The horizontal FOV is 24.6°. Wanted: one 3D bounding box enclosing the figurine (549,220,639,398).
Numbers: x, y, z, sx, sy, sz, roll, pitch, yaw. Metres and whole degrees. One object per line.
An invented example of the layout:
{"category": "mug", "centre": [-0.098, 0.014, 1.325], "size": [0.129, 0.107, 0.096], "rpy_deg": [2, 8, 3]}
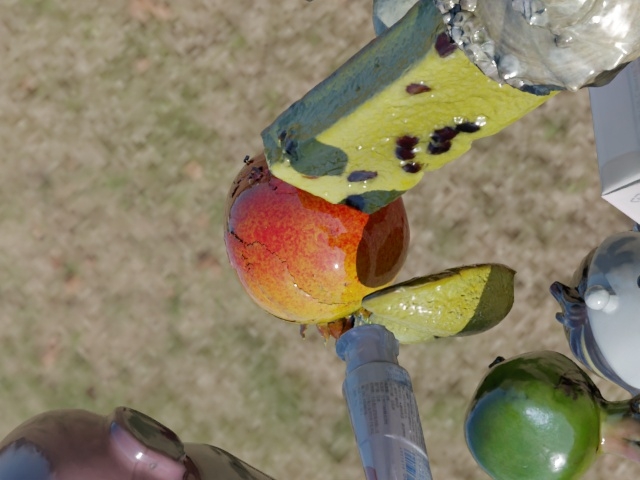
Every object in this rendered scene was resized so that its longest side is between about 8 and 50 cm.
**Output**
{"category": "figurine", "centre": [0.430, 0.086, 1.680], "size": [0.167, 0.370, 0.281], "rpy_deg": [146, 125, -60]}

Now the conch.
{"category": "conch", "centre": [0.163, -0.194, 1.053], "size": [0.163, 0.245, 0.178], "rpy_deg": [-5, 95, 16]}

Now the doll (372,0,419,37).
{"category": "doll", "centre": [0.187, -0.212, 1.607], "size": [0.278, 0.149, 0.175], "rpy_deg": [8, 134, 19]}

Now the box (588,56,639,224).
{"category": "box", "centre": [0.357, -0.122, 1.442], "size": [0.106, 0.252, 0.203], "rpy_deg": [-25, 142, 36]}

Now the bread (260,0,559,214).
{"category": "bread", "centre": [0.098, -0.133, 1.331], "size": [0.138, 0.077, 0.361], "rpy_deg": [20, 146, -30]}

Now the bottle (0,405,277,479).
{"category": "bottle", "centre": [-0.047, 0.150, 0.640], "size": [0.233, 0.110, 0.110], "rpy_deg": [37, 163, -35]}

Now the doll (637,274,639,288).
{"category": "doll", "centre": [0.225, 0.100, 0.869], "size": [0.070, 0.195, 0.096], "rpy_deg": [10, 152, -18]}

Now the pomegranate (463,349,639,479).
{"category": "pomegranate", "centre": [0.231, 0.168, 1.353], "size": [0.191, 0.152, 0.131], "rpy_deg": [3, 101, 27]}

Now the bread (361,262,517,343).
{"category": "bread", "centre": [0.106, 0.072, 1.424], "size": [0.149, 0.187, 0.065], "rpy_deg": [-24, 77, 36]}

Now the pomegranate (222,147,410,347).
{"category": "pomegranate", "centre": [0.000, 0.000, 1.576], "size": [0.210, 0.210, 0.235], "rpy_deg": [-9, 109, 60]}

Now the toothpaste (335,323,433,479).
{"category": "toothpaste", "centre": [0.059, 0.169, 1.149], "size": [0.089, 0.057, 0.234], "rpy_deg": [37, -153, -41]}
